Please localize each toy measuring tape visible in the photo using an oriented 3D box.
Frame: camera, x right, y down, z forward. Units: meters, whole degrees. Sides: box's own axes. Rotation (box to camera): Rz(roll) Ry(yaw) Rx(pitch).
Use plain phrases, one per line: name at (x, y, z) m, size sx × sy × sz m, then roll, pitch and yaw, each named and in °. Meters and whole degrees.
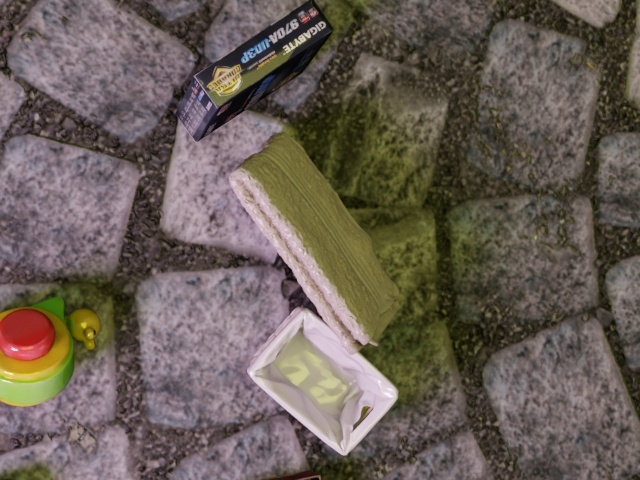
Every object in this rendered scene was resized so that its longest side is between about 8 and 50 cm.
toy measuring tape at (-0.407, 0.162, 1.766) m, size 0.330 × 0.121 × 0.121 m, roll -21°, pitch 92°, yaw -25°

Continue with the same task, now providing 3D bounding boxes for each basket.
basket at (0.000, 0.173, 1.885) m, size 0.167 × 0.103 × 0.113 m, roll 42°, pitch 89°, yaw -7°

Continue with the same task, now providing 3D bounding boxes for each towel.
towel at (0.000, 0.000, 1.867) m, size 0.049 × 0.187 × 0.282 m, roll -34°, pitch 96°, yaw 22°

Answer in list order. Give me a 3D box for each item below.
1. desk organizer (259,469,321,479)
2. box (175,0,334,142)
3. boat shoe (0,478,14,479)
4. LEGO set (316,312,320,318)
desk organizer at (-0.063, 0.329, 1.893) m, size 0.130 × 0.050 × 0.047 m, roll -9°, pitch 89°, yaw -14°
box at (-0.085, -0.206, 1.833) m, size 0.175 × 0.220 × 0.051 m, roll -35°, pitch 90°, yaw -14°
boat shoe at (-0.367, 0.437, 1.788) m, size 0.102 × 0.108 × 0.301 m, roll -15°, pitch 84°, yaw -14°
LEGO set at (0.030, 0.120, 1.943) m, size 0.083 × 0.023 × 0.054 m, roll -2°, pitch 87°, yaw -14°
